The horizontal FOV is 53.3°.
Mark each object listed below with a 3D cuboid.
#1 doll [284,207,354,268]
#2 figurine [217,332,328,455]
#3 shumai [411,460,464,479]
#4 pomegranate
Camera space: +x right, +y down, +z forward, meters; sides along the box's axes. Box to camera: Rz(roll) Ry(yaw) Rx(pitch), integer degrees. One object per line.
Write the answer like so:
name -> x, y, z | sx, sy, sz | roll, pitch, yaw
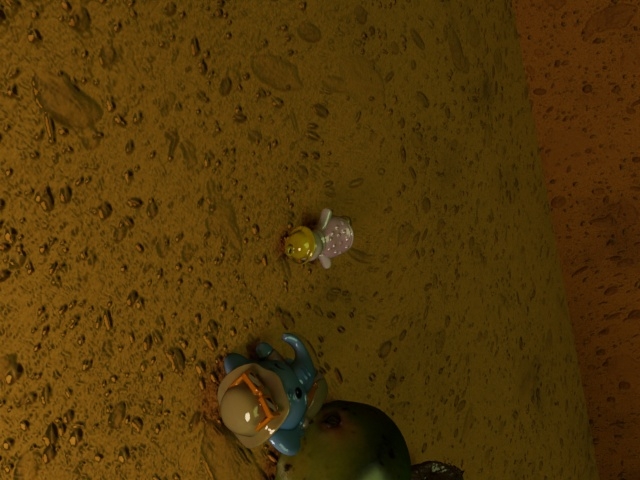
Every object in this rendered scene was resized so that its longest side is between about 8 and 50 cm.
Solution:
doll -> 0.000, 0.000, 1.289 | 0.207, 0.081, 0.129 | -19, 116, -50
figurine -> -0.082, 0.267, 1.135 | 0.262, 0.153, 0.180 | -29, 104, -69
shumai -> 0.232, 0.654, 1.549 | 0.218, 0.184, 0.185 | -40, 156, -60
pomegranate -> 0.072, 0.497, 1.253 | 0.310, 0.216, 0.359 | -38, 119, -52
